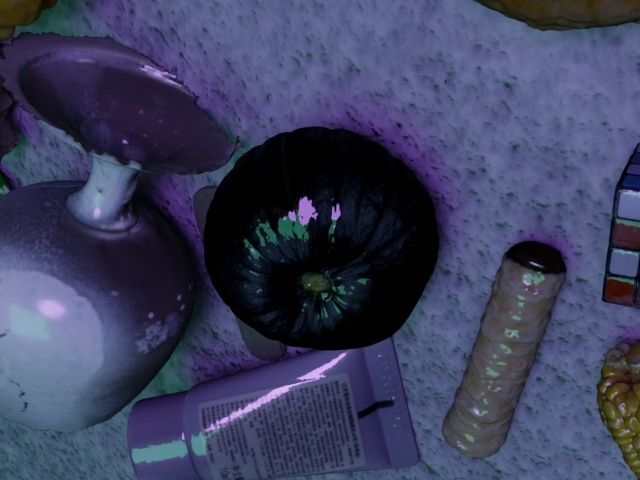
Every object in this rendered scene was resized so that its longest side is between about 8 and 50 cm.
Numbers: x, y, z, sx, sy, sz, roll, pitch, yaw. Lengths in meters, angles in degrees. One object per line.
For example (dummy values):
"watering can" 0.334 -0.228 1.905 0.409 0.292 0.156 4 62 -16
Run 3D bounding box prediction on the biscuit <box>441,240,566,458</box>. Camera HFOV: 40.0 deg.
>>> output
"biscuit" 0.155 0.096 0.755 0.061 0.055 0.219 25 123 23

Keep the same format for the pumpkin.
"pumpkin" 0.000 0.000 0.733 0.201 0.140 0.202 1 126 1

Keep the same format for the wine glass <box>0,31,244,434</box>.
"wine glass" -0.219 0.006 0.815 0.238 0.238 0.323 32 117 11

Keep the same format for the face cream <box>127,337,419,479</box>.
"face cream" -0.049 0.180 0.875 0.273 0.096 0.154 -10 107 8

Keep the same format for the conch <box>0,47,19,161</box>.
"conch" -0.398 -0.146 0.880 0.245 0.163 0.178 11 137 44

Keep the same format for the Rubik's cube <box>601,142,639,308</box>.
"Rubik's cube" 0.257 -0.007 0.621 0.092 0.092 0.092 10 119 24

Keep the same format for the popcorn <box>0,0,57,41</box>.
"popcorn" -0.311 -0.268 0.734 0.203 0.200 0.226 -31 102 29

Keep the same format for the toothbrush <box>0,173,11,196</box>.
"toothbrush" -0.368 -0.071 0.975 0.304 0.030 0.030 38 127 7

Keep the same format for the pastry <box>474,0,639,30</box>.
"pastry" 0.173 -0.275 0.501 0.329 0.136 0.330 12 119 23

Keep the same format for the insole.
"insole" -0.079 0.035 0.881 0.063 0.010 0.192 -8 109 31

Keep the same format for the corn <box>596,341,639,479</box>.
"corn" 0.307 0.213 0.707 0.101 0.101 0.292 -14 107 34
